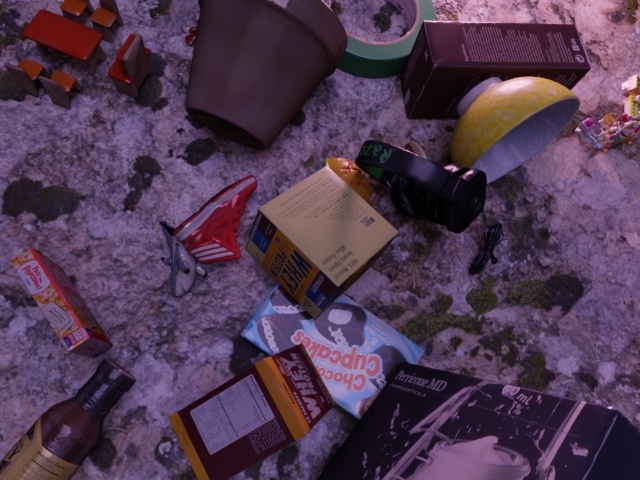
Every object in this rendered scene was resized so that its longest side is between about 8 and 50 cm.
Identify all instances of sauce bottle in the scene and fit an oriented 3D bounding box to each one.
[{"bbox_3d":[-0.459,0.362,0.836,0.111,0.111,0.344,36,69,4],"label":"sauce bottle"}]

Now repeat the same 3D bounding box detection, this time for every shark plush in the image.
[{"bbox_3d":[-0.300,0.031,0.998,0.067,0.073,0.161,-31,83,14],"label":"shark plush"}]

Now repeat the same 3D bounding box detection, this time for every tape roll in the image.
[{"bbox_3d":[0.126,-0.569,1.246,0.321,0.077,0.321,3,72,-8],"label":"tape roll"}]

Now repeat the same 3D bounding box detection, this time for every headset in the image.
[{"bbox_3d":[0.235,-0.070,1.015,0.394,0.243,0.185,24,94,-26],"label":"headset"}]

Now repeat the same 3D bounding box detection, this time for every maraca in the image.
[{"bbox_3d":[0.064,-0.102,1.066,0.099,0.127,0.186,-35,84,24],"label":"maraca"}]

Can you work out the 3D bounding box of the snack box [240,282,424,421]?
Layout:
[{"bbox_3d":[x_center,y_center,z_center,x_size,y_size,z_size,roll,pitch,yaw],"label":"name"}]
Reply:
[{"bbox_3d":[0.024,0.208,0.984,0.322,0.060,0.187,34,71,3],"label":"snack box"}]

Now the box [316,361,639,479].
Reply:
[{"bbox_3d":[0.187,0.464,0.678,0.297,0.480,0.472,46,70,-9],"label":"box"}]

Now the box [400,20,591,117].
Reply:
[{"bbox_3d":[0.404,-0.402,1.172,0.381,0.191,0.143,-4,69,-11],"label":"box"}]

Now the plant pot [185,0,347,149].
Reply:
[{"bbox_3d":[-0.144,-0.361,1.038,0.323,0.323,0.280,24,86,0],"label":"plant pot"}]

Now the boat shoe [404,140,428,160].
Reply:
[{"bbox_3d":[0.225,-0.170,1.143,0.045,0.050,0.135,-18,76,-19],"label":"boat shoe"}]

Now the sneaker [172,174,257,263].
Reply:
[{"bbox_3d":[-0.192,-0.034,1.037,0.221,0.087,0.128,-43,108,-27],"label":"sneaker"}]

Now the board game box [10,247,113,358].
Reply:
[{"bbox_3d":[-0.466,0.120,0.893,0.045,0.147,0.193,-35,81,-17],"label":"board game box"}]

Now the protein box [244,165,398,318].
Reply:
[{"bbox_3d":[0.000,0.000,0.959,0.201,0.136,0.200,44,52,11],"label":"protein box"}]

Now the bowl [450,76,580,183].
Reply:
[{"bbox_3d":[0.392,-0.262,1.082,0.289,0.289,0.156,-26,70,-16],"label":"bowl"}]

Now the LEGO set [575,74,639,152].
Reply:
[{"bbox_3d":[0.796,-0.331,1.253,0.287,0.107,0.132,-40,82,-18],"label":"LEGO set"}]

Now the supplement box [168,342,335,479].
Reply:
[{"bbox_3d":[-0.106,0.289,0.835,0.194,0.191,0.129,-33,78,10],"label":"supplement box"}]

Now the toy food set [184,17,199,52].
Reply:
[{"bbox_3d":[-0.283,-0.508,1.195,0.078,0.019,0.122,42,79,6],"label":"toy food set"}]

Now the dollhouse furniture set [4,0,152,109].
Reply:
[{"bbox_3d":[-0.510,-0.427,1.070,0.259,0.135,0.262,21,70,-1],"label":"dollhouse furniture set"}]
